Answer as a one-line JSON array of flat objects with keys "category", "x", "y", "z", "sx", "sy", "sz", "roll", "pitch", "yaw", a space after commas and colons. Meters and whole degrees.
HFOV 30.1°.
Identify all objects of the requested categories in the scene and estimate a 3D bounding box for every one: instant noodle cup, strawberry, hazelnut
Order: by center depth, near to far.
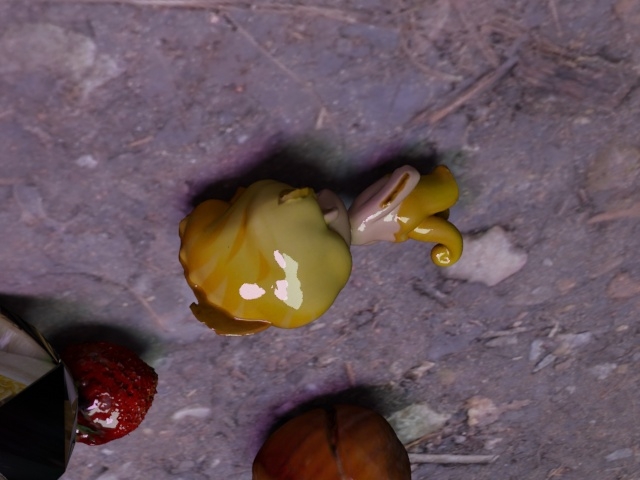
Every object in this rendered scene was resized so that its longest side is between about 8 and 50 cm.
[{"category": "instant noodle cup", "x": -0.327, "y": 0.186, "z": 1.001, "sx": 0.240, "sy": 0.240, "sz": 0.178, "roll": 0, "pitch": 144, "yaw": -20}, {"category": "strawberry", "x": -0.197, "y": 0.134, "z": 1.085, "sx": 0.106, "sy": 0.106, "sz": 0.106, "roll": -11, "pitch": 140, "yaw": -9}, {"category": "hazelnut", "x": 0.018, "y": 0.265, "z": 1.257, "sx": 0.182, "sy": 0.182, "sz": 0.182, "roll": -11, "pitch": 140, "yaw": -9}]

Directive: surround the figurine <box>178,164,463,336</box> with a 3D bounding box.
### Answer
[{"category": "figurine", "x": 0.000, "y": 0.000, "z": 0.987, "sx": 0.246, "sy": 0.131, "sz": 0.156, "roll": -19, "pitch": 157, "yaw": -15}]
